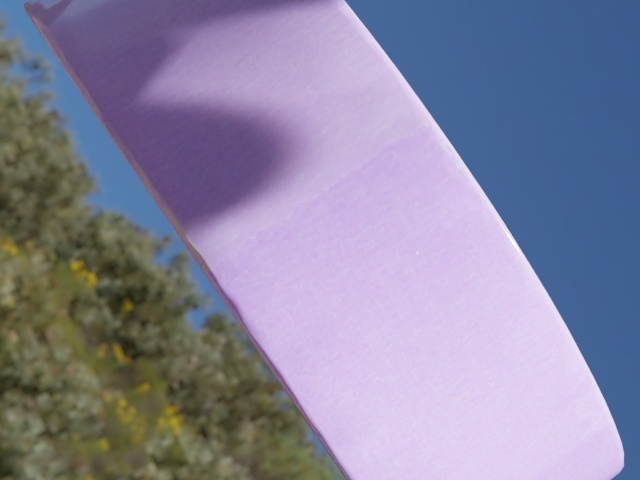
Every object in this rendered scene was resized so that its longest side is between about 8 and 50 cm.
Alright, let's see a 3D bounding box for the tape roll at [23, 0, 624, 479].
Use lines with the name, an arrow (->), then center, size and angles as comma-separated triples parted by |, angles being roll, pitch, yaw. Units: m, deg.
tape roll -> 0.000, 0.000, 0.689 | 0.275, 0.090, 0.275 | 56, -3, 4
